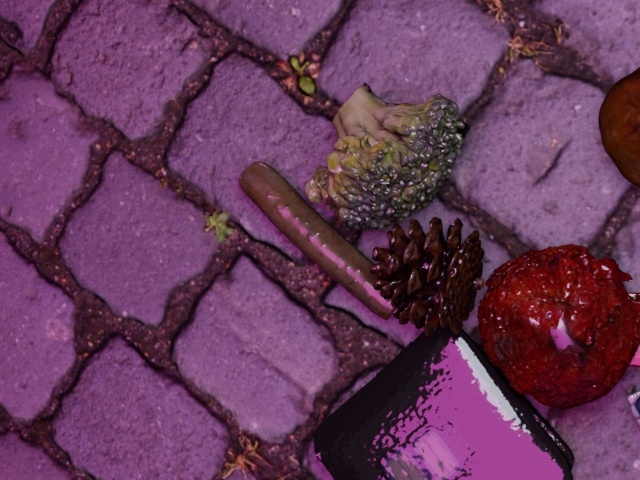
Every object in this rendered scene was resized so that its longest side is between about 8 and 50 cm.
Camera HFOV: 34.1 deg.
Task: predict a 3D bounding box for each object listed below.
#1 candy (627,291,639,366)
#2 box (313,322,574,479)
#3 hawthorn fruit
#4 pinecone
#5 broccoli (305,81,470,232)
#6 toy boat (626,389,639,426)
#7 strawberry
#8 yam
[{"bbox_3d":[0.527,0.144,1.698,0.062,0.038,0.121,1,89,18],"label":"candy"},{"bbox_3d":[0.204,0.364,1.773,0.350,0.091,0.359,-43,76,12],"label":"box"},{"bbox_3d":[0.534,-0.178,1.595,0.208,0.248,0.207,0,90,12],"label":"hawthorn fruit"},{"bbox_3d":[0.176,0.054,1.722,0.208,0.208,0.207,0,88,18],"label":"pinecone"},{"bbox_3d":[0.094,-0.153,1.746,0.288,0.248,0.245,-41,72,7],"label":"broccoli"},{"bbox_3d":[0.620,0.310,1.609,0.309,0.142,0.129,25,94,18],"label":"toy boat"},{"bbox_3d":[0.374,0.130,1.642,0.274,0.220,0.274,-5,78,23],"label":"strawberry"},{"bbox_3d":[0.000,0.000,1.854,0.371,0.083,0.083,44,102,15],"label":"yam"}]
